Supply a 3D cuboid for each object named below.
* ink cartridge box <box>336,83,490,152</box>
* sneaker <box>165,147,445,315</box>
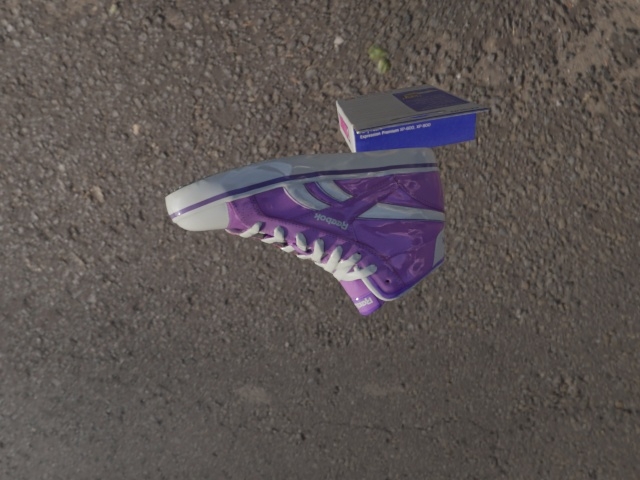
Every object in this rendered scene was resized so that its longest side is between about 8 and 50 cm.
[{"bbox_3d":[0.126,-0.188,0.968,0.175,0.371,0.069,-10,107,1],"label":"ink cartridge box"},{"bbox_3d":[0.001,0.000,0.602,0.282,0.102,0.161,-7,89,-17],"label":"sneaker"}]
